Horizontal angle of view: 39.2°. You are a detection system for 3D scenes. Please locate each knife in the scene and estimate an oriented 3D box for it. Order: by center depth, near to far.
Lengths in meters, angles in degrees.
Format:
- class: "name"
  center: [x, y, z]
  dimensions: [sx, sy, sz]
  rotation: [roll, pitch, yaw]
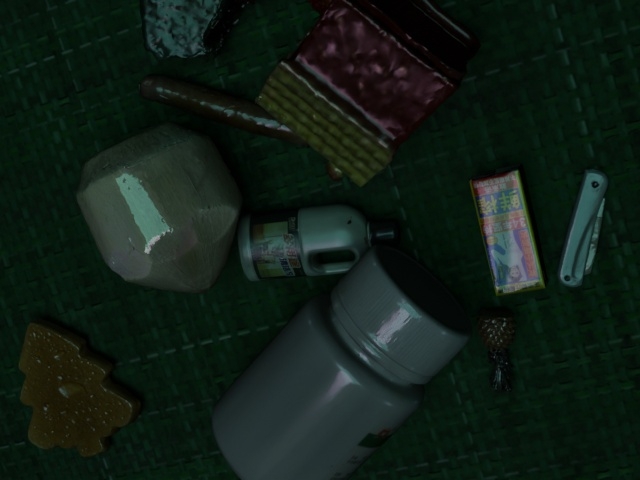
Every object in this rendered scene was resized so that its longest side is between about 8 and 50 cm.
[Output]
- class: "knife"
  center: [0.352, -0.014, 1.199]
  dimensions: [0.044, 0.023, 0.162]
  rotation: [14, 105, 12]

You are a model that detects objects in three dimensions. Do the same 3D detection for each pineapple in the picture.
- class: "pineapple"
  center: [0.244, 0.156, 1.248]
  dimensions: [0.058, 0.058, 0.124]
  rotation: [1, 107, 13]

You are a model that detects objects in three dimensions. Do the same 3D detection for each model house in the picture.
- class: "model house"
  center: [0.045, -0.201, 1.143]
  dimensions: [0.196, 0.160, 0.254]
  rotation: [37, 120, -8]

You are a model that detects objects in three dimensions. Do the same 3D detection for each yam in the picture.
- class: "yam"
  center: [-0.132, -0.185, 1.260]
  dimensions: [0.263, 0.046, 0.046]
  rotation: [17, 105, 7]

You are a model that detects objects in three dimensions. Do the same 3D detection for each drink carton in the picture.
- class: "drink carton"
  center: [0.253, -0.013, 1.207]
  dimensions: [0.071, 0.056, 0.166]
  rotation: [-11, 100, 23]

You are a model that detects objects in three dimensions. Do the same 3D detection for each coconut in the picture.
- class: "coconut"
  center: [-0.214, -0.035, 1.228]
  dimensions: [0.224, 0.224, 0.234]
  rotation: [-17, 101, 16]

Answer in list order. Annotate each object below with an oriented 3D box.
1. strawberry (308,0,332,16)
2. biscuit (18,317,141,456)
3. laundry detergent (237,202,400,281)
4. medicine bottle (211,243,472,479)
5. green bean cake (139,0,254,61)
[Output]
- class: "strawberry"
  center: [0.021, -0.346, 1.190]
  dimensions: [0.103, 0.048, 0.152]
  rotation: [-19, 94, 19]
- class: "biscuit"
  center: [-0.396, 0.230, 1.415]
  dimensions: [0.212, 0.041, 0.239]
  rotation: [-20, 97, 22]
- class: "laundry detergent"
  center: [0.000, 0.000, 1.260]
  dimensions: [0.225, 0.070, 0.099]
  rotation: [-6, 93, 13]
- class: "medicine bottle"
  center: [0.030, 0.183, 1.220]
  dimensions: [0.208, 0.208, 0.340]
  rotation: [42, 107, 1]
- class: "green bean cake"
  center: [-0.139, -0.344, 1.196]
  dimensions: [0.193, 0.107, 0.208]
  rotation: [2, 104, 9]
